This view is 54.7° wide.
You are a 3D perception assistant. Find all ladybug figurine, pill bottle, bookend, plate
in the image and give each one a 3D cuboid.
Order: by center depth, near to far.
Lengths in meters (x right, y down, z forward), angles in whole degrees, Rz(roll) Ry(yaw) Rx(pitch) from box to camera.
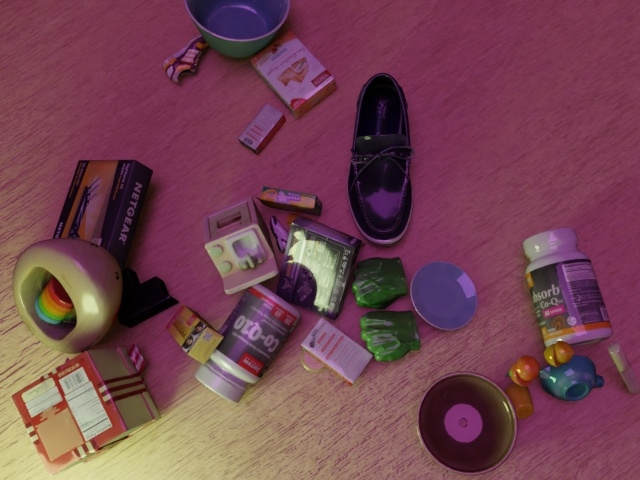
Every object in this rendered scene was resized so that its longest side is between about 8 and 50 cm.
[{"bbox_3d":[0.603,0.120,1.535,0.162,0.162,0.279,-12,72,5],"label":"pill bottle"},{"bbox_3d":[-0.189,0.266,1.608,0.161,0.161,0.283,31,80,16],"label":"pill bottle"},{"bbox_3d":[0.320,0.144,1.619,0.188,0.024,0.188,5,68,-13],"label":"plate"},{"bbox_3d":[-0.661,0.138,1.639,0.305,0.449,0.162,56,42,-4],"label":"ladybug figurine"},{"bbox_3d":[-0.507,0.138,1.741,0.156,0.072,0.157,-28,71,-2],"label":"bookend"}]

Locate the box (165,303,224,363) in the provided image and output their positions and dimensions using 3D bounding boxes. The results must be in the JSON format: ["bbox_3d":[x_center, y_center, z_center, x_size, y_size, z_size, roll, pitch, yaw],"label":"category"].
[{"bbox_3d":[-0.333,0.239,1.617,0.058,0.232,0.087,39,81,-27],"label":"box"}]

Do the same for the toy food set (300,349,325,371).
[{"bbox_3d":[-0.013,0.308,1.644,0.082,0.020,0.083,30,80,16],"label":"toy food set"}]

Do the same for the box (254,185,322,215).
[{"bbox_3d":[-0.091,-0.111,1.736,0.179,0.105,0.043,9,81,11],"label":"box"}]

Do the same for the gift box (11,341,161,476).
[{"bbox_3d":[-0.579,0.400,1.574,0.255,0.258,0.277,-26,79,0],"label":"gift box"}]

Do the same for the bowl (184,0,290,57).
[{"bbox_3d":[-0.253,-0.684,1.881,0.311,0.163,0.312,3,70,-7],"label":"bowl"}]

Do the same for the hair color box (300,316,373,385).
[{"bbox_3d":[0.041,0.288,1.608,0.167,0.053,0.093,36,72,8],"label":"hair color box"}]

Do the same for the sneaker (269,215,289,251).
[{"bbox_3d":[-0.112,-0.022,1.753,0.043,0.040,0.109,-18,75,-15],"label":"sneaker"}]

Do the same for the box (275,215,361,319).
[{"bbox_3d":[-0.009,0.074,1.627,0.183,0.056,0.231,21,117,15],"label":"box"}]

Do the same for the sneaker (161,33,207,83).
[{"bbox_3d":[-0.404,-0.571,1.947,0.185,0.069,0.084,-39,88,-4],"label":"sneaker"}]

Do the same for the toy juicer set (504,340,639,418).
[{"bbox_3d":[0.595,0.303,1.474,0.328,0.209,0.090,-12,33,3],"label":"toy juicer set"}]

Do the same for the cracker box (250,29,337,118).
[{"bbox_3d":[-0.082,-0.504,1.873,0.155,0.067,0.232,-39,73,-4],"label":"cracker box"}]

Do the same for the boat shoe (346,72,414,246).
[{"bbox_3d":[0.165,-0.233,1.711,0.186,0.156,0.501,1,75,7],"label":"boat shoe"}]

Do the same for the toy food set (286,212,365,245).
[{"bbox_3d":[0.000,0.000,1.690,0.217,0.128,0.071,25,103,12],"label":"toy food set"}]

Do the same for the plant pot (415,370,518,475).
[{"bbox_3d":[0.350,0.441,1.504,0.237,0.110,0.238,-2,74,8],"label":"plant pot"}]

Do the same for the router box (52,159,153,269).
[{"bbox_3d":[-0.634,-0.078,1.783,0.242,0.081,0.309,3,73,30],"label":"router box"}]

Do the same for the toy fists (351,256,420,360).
[{"bbox_3d":[0.161,0.177,1.621,0.142,0.096,0.279,-8,71,-7],"label":"toy fists"}]

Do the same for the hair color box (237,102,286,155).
[{"bbox_3d":[-0.174,-0.332,1.848,0.072,0.043,0.141,35,80,16],"label":"hair color box"}]

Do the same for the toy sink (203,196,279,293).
[{"bbox_3d":[-0.217,0.006,1.649,0.152,0.131,0.234,-23,34,2],"label":"toy sink"}]
